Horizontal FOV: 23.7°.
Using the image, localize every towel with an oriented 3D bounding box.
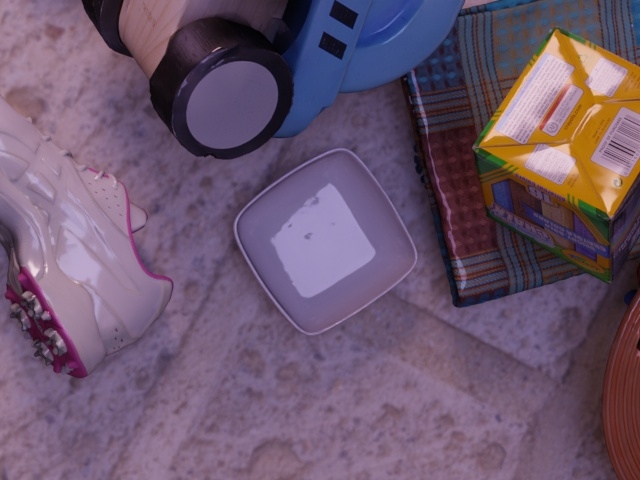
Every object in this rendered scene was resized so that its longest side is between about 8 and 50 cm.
[{"bbox_3d":[0.262,-0.111,1.422,0.370,0.040,0.271,-16,94,-19],"label":"towel"}]

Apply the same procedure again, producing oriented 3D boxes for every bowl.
[{"bbox_3d":[0.000,0.000,1.395,0.142,0.053,0.142,-34,98,-8],"label":"bowl"}]

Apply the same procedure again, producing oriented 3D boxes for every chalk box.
[{"bbox_3d":[0.224,-0.062,1.305,0.132,0.213,0.132,30,78,18],"label":"chalk box"}]

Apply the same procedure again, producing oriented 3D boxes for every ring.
[{"bbox_3d":[0.406,0.121,1.447,0.336,0.032,0.337,-7,107,-23],"label":"ring"}]

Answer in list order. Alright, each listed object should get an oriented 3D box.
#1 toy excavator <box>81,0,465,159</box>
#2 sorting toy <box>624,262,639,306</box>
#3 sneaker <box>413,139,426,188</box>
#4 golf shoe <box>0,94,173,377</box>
[{"bbox_3d":[0.073,-0.283,1.282,0.445,0.222,0.433,2,122,-34],"label":"toy excavator"},{"bbox_3d":[0.324,0.056,1.440,0.061,0.042,0.102,-24,130,-7],"label":"sorting toy"},{"bbox_3d":[0.137,-0.053,1.426,0.058,0.052,0.135,-35,102,-20],"label":"sneaker"},{"bbox_3d":[-0.239,-0.037,1.333,0.140,0.115,0.306,-29,99,-24],"label":"golf shoe"}]
